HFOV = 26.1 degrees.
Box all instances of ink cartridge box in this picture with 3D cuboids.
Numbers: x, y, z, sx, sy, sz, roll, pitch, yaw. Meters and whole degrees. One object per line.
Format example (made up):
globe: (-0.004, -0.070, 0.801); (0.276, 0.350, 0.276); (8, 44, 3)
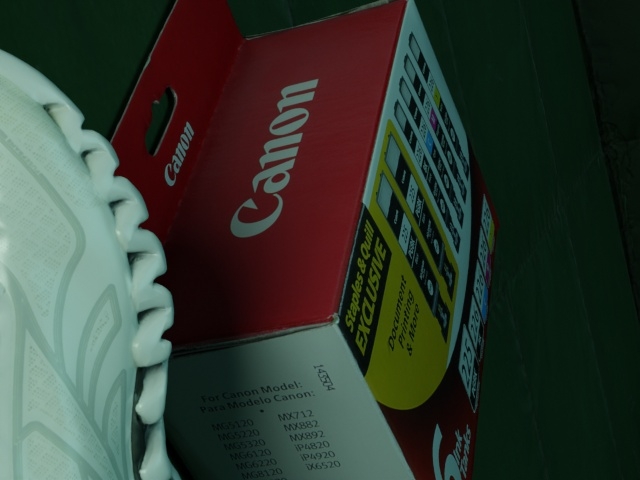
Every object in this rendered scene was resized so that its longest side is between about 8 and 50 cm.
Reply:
ink cartridge box: (0.000, 0.000, 0.821); (0.309, 0.130, 0.271); (-77, 148, -48)

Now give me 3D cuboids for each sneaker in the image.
sneaker: (-0.117, 0.067, 0.519); (0.118, 0.110, 0.292); (-34, 112, -59)
